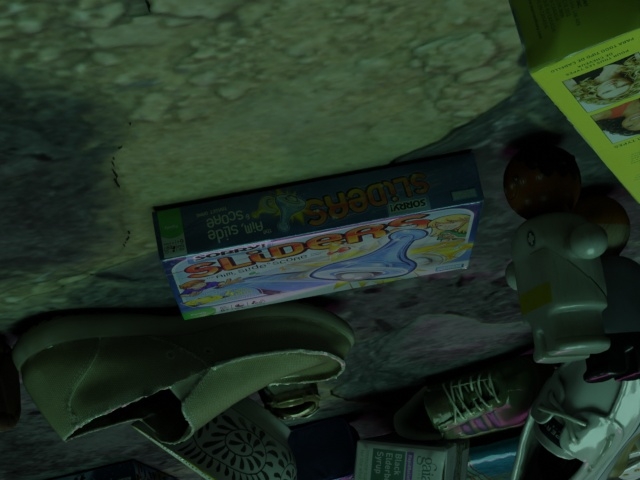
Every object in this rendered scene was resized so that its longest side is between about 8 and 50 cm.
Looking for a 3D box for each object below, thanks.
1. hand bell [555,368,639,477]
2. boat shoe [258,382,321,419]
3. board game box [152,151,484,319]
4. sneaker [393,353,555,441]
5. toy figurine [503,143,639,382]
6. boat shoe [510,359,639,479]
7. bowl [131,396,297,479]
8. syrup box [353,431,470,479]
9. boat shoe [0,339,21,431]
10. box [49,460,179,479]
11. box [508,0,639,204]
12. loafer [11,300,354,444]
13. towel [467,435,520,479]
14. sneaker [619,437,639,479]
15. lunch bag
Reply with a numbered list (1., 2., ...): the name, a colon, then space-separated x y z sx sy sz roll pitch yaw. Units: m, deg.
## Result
1. hand bell: 0.354 0.121 1.460 0.242 0.126 0.126 -38 150 28
2. boat shoe: -0.027 0.142 1.333 0.056 0.048 0.153 -10 161 -4
3. board game box: 0.000 0.000 0.961 0.201 0.035 0.136 -11 161 -2
4. sneaker: 0.145 0.163 1.464 0.086 0.064 0.192 -5 164 -32
5. toy figurine: 0.225 -0.003 0.934 0.209 0.148 0.213 -14 164 26
6. boat shoe: 0.235 0.162 1.363 0.088 0.096 0.267 -25 151 -31
7. bowl: -0.078 0.182 1.327 0.080 0.170 0.170 -55 173 -10
8. syrup box: 0.097 0.256 1.567 0.096 0.093 0.237 4 176 13
9. boat shoe: -0.282 0.094 0.986 0.095 0.095 0.257 -7 162 5
10. box: -0.286 0.301 1.650 0.233 0.044 0.159 -14 161 9
11. box: 0.146 -0.088 0.717 0.058 0.087 0.232 -20 158 19
12. loafer: -0.096 0.104 1.117 0.268 0.092 0.102 -3 159 -24
13. towel: 0.168 0.307 1.945 0.370 0.040 0.271 -13 160 12
14. sneaker: 0.416 0.233 1.762 0.169 0.108 0.292 -16 162 4
15. lunch bag: 0.004 0.230 1.578 0.098 0.067 0.065 -15 161 6
